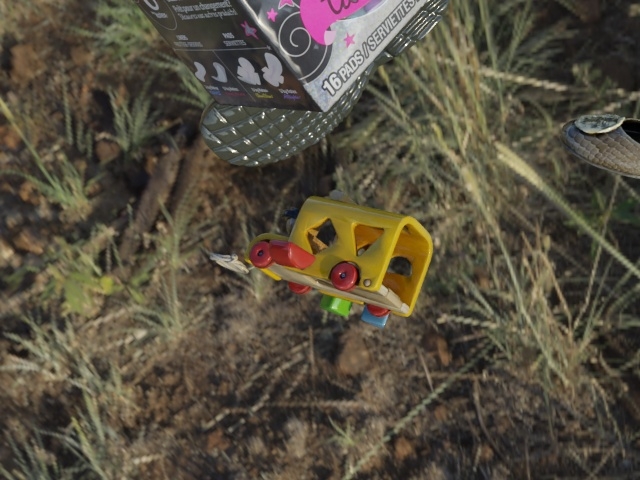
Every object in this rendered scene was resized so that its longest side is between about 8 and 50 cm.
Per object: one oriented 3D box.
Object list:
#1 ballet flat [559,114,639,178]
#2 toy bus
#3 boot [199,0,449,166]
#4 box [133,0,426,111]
[{"bbox_3d":[0.349,-0.085,0.989,0.250,0.058,0.084,16,39,19],"label":"ballet flat"},{"bbox_3d":[0.012,0.004,1.082,0.202,0.191,0.104,24,78,-13],"label":"toy bus"},{"bbox_3d":[-0.012,-0.171,0.926,0.246,0.083,0.161,-39,32,-2],"label":"boot"},{"bbox_3d":[0.001,-0.225,0.740,0.247,0.142,0.163,-50,29,-16],"label":"box"}]
